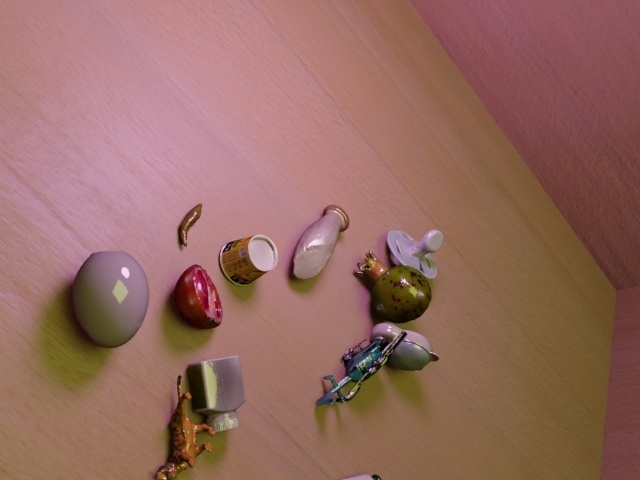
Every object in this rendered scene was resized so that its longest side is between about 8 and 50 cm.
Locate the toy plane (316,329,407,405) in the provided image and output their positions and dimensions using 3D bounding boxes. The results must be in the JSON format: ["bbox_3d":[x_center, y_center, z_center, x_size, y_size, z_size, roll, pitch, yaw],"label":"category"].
[{"bbox_3d":[0.127,0.426,1.935,0.381,0.155,0.106,-31,97,-29],"label":"toy plane"}]

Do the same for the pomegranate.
[{"bbox_3d":[0.261,0.169,2.105,0.286,0.231,0.231,43,49,-14],"label":"pomegranate"}]

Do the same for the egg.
[{"bbox_3d":[-0.506,0.142,1.420,0.176,0.176,0.232,6,79,-42],"label":"egg"}]

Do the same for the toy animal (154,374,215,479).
[{"bbox_3d":[-0.352,0.476,1.506,0.114,0.116,0.255,36,42,-58],"label":"toy animal"}]

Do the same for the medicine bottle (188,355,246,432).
[{"bbox_3d":[-0.276,0.417,1.591,0.132,0.088,0.189,2,73,-44],"label":"medicine bottle"}]

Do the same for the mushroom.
[{"bbox_3d":[0.000,0.000,2.003,0.128,0.128,0.350,52,42,-15],"label":"mushroom"}]

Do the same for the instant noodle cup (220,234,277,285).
[{"bbox_3d":[-0.210,0.054,1.775,0.151,0.122,0.151,17,65,-40],"label":"instant noodle cup"}]

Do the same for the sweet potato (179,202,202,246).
[{"bbox_3d":[-0.381,-0.053,1.716,0.041,0.038,0.153,23,58,-9],"label":"sweet potato"}]

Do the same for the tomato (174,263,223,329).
[{"bbox_3d":[-0.348,0.162,1.626,0.189,0.099,0.173,66,5,-65],"label":"tomato"}]

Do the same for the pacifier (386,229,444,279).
[{"bbox_3d":[0.388,0.023,2.305,0.279,0.207,0.227,24,41,-36],"label":"pacifier"}]

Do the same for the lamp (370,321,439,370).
[{"bbox_3d":[0.287,0.386,2.087,0.246,0.179,0.108,33,47,-7],"label":"lamp"}]

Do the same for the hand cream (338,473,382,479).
[{"bbox_3d":[0.055,0.794,1.786,0.336,0.076,0.121,-7,77,-38],"label":"hand cream"}]
